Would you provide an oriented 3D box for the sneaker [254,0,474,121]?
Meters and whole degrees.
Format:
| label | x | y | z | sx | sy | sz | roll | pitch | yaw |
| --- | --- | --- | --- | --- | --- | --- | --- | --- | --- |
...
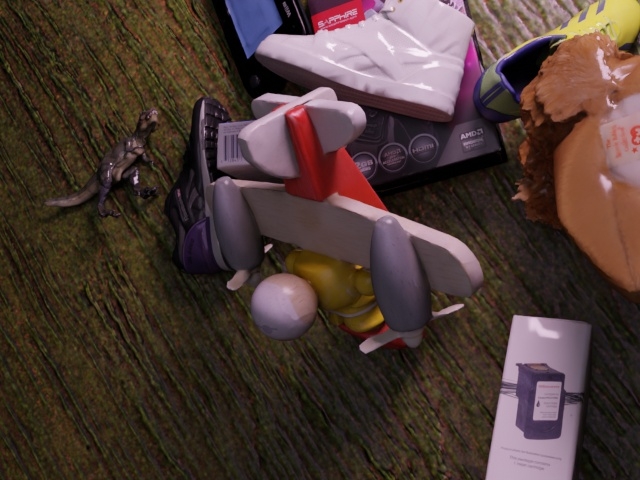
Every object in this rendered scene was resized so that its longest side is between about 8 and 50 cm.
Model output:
| label | x | y | z | sx | sy | sz | roll | pitch | yaw |
| --- | --- | --- | --- | --- | --- | --- | --- | --- | --- |
| sneaker | 0.066 | -0.282 | 1.181 | 0.292 | 0.108 | 0.169 | 17 | 87 | 10 |

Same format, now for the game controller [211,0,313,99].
| label | x | y | z | sx | sy | sz | roll | pitch | yaw |
| --- | --- | --- | --- | --- | --- | --- | --- | --- | --- |
| game controller | -0.107 | -0.388 | 1.339 | 0.166 | 0.067 | 0.319 | -39 | 68 | 51 |

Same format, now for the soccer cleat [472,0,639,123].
| label | x | y | z | sx | sy | sz | roll | pitch | yaw |
| --- | --- | --- | --- | --- | --- | --- | --- | --- | --- |
| soccer cleat | 0.334 | -0.250 | 1.133 | 0.289 | 0.121 | 0.093 | -32 | 85 | -13 |

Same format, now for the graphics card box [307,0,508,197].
| label | x | y | z | sx | sy | sz | roll | pitch | yaw |
| --- | --- | --- | --- | --- | --- | --- | --- | --- | --- |
| graphics card box | 0.121 | -0.265 | 1.259 | 0.232 | 0.094 | 0.371 | -14 | 80 | 16 |

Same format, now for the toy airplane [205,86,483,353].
| label | x | y | z | sx | sy | sz | roll | pitch | yaw |
| --- | --- | --- | --- | --- | --- | --- | --- | --- | --- |
| toy airplane | 0.000 | 0.000 | 1.083 | 0.384 | 0.386 | 0.272 | 37 | 72 | 5 |

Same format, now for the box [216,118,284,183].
| label | x | y | z | sx | sy | sz | roll | pitch | yaw |
| --- | --- | --- | --- | --- | --- | --- | --- | --- | --- |
| box | -0.072 | -0.134 | 1.283 | 0.126 | 0.137 | 0.072 | -3 | 81 | 18 |

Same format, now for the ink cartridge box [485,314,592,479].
| label | x | y | z | sx | sy | sz | roll | pitch | yaw |
| --- | --- | --- | --- | --- | --- | --- | --- | --- | --- |
| ink cartridge box | 0.279 | 0.236 | 1.065 | 0.100 | 0.172 | 0.237 | 7 | 64 | 20 |

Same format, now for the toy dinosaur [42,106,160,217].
| label | x | y | z | sx | sy | sz | roll | pitch | yaw |
| --- | --- | --- | --- | --- | --- | --- | --- | --- | --- |
| toy dinosaur | -0.343 | -0.103 | 1.415 | 0.268 | 0.064 | 0.118 | -39 | 67 | 13 |

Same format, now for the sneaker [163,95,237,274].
| label | x | y | z | sx | sy | sz | roll | pitch | yaw |
| --- | --- | --- | --- | --- | --- | --- | --- | --- | --- |
| sneaker | -0.201 | -0.087 | 1.342 | 0.124 | 0.107 | 0.284 | -8 | 81 | 24 |

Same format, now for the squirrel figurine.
| label | x | y | z | sx | sy | sz | roll | pitch | yaw |
| --- | --- | --- | --- | --- | --- | --- | --- | --- | --- |
| squirrel figurine | 0.420 | -0.062 | 1.021 | 0.281 | 0.370 | 0.397 | -50 | 47 | 8 |
